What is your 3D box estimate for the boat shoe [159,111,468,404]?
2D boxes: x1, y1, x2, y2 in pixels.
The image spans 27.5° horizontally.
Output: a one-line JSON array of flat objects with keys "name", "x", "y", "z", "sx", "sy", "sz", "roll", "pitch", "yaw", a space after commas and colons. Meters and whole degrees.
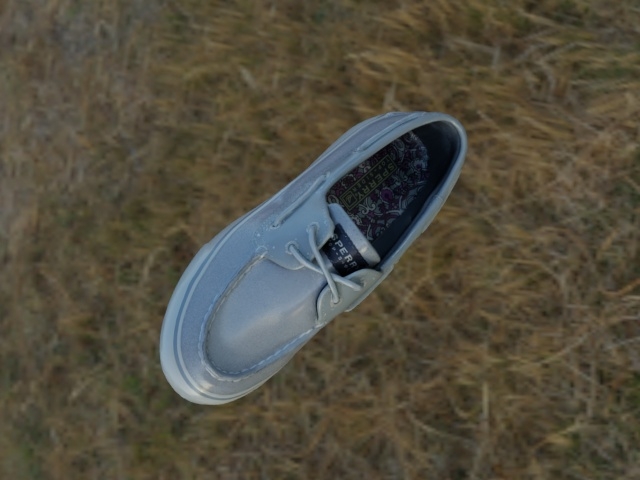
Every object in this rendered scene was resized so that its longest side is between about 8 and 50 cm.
[{"name": "boat shoe", "x": 0.001, "y": 0.000, "z": 0.737, "sx": 0.079, "sy": 0.227, "sz": 0.081, "roll": 50, "pitch": 154, "yaw": -14}]
